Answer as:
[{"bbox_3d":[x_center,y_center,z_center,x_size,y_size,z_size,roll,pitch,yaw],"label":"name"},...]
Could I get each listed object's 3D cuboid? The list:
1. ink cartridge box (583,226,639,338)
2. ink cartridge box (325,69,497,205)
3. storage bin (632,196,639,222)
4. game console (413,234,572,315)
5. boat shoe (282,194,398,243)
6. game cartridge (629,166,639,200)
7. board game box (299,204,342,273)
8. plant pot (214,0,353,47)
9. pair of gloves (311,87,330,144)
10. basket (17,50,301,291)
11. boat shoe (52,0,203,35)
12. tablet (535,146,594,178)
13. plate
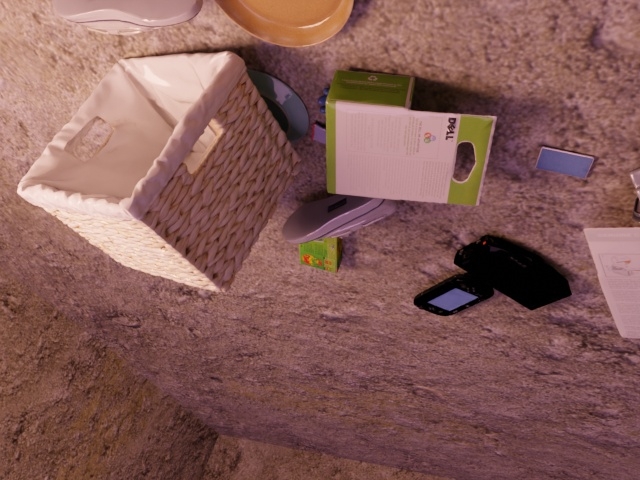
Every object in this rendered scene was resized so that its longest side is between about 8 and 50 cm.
[{"bbox_3d":[0.639,0.053,1.120,0.308,0.091,0.385,-1,146,34],"label":"ink cartridge box"},{"bbox_3d":[0.141,-0.161,1.080,0.255,0.097,0.189,6,136,8],"label":"ink cartridge box"},{"bbox_3d":[0.542,-0.086,0.997,0.135,0.098,0.091,2,116,30],"label":"storage bin"},{"bbox_3d":[0.346,0.105,1.446,0.213,0.044,0.361,30,149,-13],"label":"game console"},{"bbox_3d":[0.036,-0.039,1.343,0.258,0.095,0.084,-19,138,36],"label":"boat shoe"},{"bbox_3d":[0.598,-0.059,0.886,0.297,0.062,0.198,-23,95,35],"label":"game cartridge"},{"bbox_3d":[0.000,0.000,1.492,0.092,0.043,0.181,15,148,11],"label":"board game box"},{"bbox_3d":[-0.061,-0.381,0.951,0.236,0.032,0.236,15,148,9],"label":"plant pot"},{"bbox_3d":[0.062,-0.191,1.179,0.159,0.023,0.198,22,148,0],"label":"pair of gloves"},{"bbox_3d":[-0.269,-0.120,1.164,0.331,0.328,0.266,10,151,37],"label":"basket"},{"bbox_3d":[-0.295,-0.370,1.060,0.267,0.096,0.088,1,172,20],"label":"boat shoe"},{"bbox_3d":[0.398,-0.127,1.088,0.083,0.006,0.054,15,149,13],"label":"tablet"},{"bbox_3d":[-0.112,-0.233,1.218,0.188,0.024,0.188,15,148,10],"label":"plate"}]
